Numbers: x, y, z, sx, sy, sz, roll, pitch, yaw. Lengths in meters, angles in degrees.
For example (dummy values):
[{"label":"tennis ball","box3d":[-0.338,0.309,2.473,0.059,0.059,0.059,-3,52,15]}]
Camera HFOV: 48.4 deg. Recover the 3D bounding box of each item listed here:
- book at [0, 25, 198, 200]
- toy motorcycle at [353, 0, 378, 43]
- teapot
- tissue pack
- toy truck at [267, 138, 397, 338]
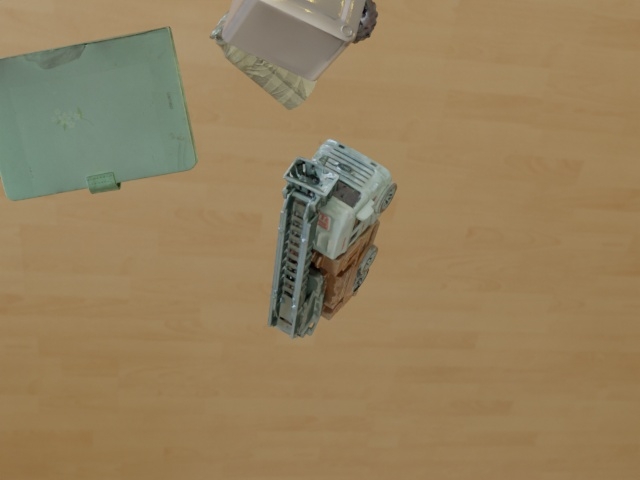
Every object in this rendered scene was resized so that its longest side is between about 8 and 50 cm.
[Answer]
[{"label":"book","box3d":[-0.160,-0.084,0.493,0.135,0.017,0.103,-11,100,-1]},{"label":"toy motorcycle","box3d":[-0.076,-0.550,1.547,0.416,0.172,0.232,41,78,-4]},{"label":"teapot","box3d":[-0.095,-0.330,1.273,0.200,0.077,0.107,36,150,-26]},{"label":"tissue pack","box3d":[-0.018,-0.381,1.001,0.159,0.136,0.246,21,74,-18]},{"label":"toy truck","box3d":[0.000,0.000,1.073,0.133,0.184,0.338,30,142,15]}]
